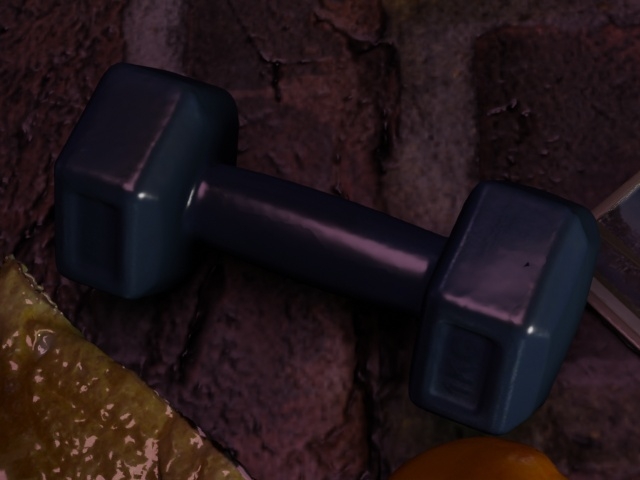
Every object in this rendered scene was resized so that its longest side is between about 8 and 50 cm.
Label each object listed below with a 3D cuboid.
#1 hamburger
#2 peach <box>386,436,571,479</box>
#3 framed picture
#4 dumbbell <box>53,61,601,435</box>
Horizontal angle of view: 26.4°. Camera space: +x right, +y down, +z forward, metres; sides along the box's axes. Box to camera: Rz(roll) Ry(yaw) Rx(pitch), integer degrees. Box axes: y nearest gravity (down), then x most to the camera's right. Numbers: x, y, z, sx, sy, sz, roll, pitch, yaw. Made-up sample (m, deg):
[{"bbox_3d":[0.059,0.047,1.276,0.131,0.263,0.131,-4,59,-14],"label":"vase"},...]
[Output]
[{"bbox_3d":[-0.153,0.165,0.766,0.309,0.132,0.211,40,73,23],"label":"hamburger"},{"bbox_3d":[0.090,0.174,0.745,0.138,0.138,0.138,-2,62,4],"label":"peach"},{"bbox_3d":[0.229,0.027,0.871,0.109,0.011,0.149,-39,65,-14],"label":"framed picture"},{"bbox_3d":[0.000,0.000,0.834,0.325,0.160,0.144,18,96,16],"label":"dumbbell"}]
